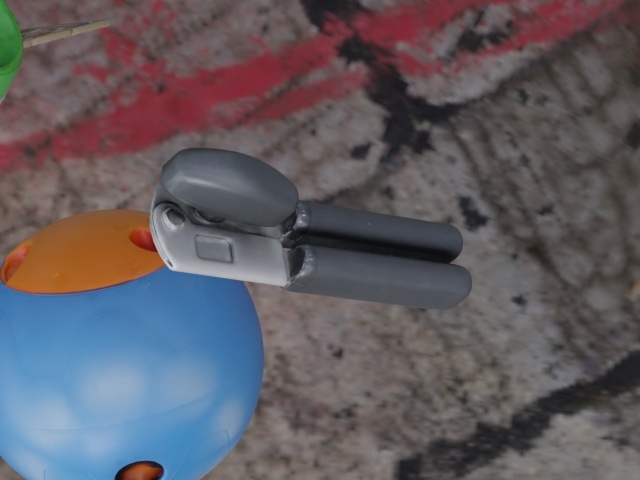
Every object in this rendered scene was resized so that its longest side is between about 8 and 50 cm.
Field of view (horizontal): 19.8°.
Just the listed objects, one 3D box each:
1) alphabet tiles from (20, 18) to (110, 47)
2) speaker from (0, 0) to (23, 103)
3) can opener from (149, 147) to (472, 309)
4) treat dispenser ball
[{"bbox_3d":[-0.322,-0.148,1.502,0.198,0.237,0.009,2,109,48],"label":"alphabet tiles"},{"bbox_3d":[-0.324,-0.059,1.205,0.296,0.131,0.131,-42,64,28],"label":"speaker"},{"bbox_3d":[0.000,0.000,1.358,0.093,0.280,0.074,-37,52,44],"label":"can opener"},{"bbox_3d":[-0.198,0.113,1.771,0.288,0.288,0.288,-5,80,29],"label":"treat dispenser ball"}]
